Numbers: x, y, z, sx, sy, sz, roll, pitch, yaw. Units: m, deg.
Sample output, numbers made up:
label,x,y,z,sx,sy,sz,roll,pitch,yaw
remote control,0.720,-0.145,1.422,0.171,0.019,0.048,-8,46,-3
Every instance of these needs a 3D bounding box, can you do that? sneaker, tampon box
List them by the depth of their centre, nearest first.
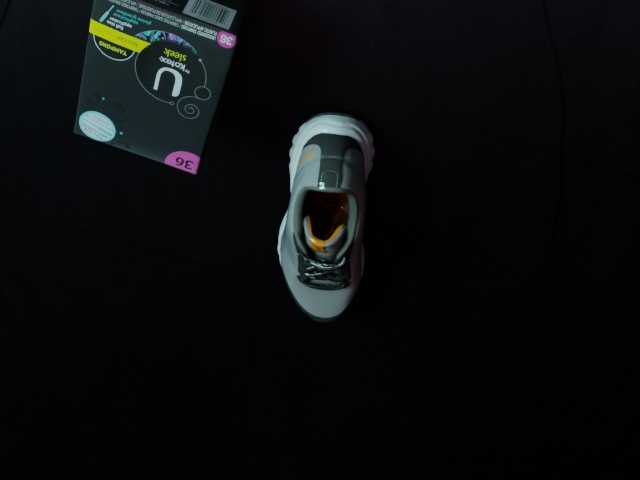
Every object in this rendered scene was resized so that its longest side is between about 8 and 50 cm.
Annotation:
label,x,y,z,sx,sy,sz,roll,pitch,yaw
tampon box,-0.138,-0.163,0.712,0.120,0.101,0.161,19,134,-7
sneaker,0.000,0.000,0.843,0.100,0.108,0.272,5,136,3
